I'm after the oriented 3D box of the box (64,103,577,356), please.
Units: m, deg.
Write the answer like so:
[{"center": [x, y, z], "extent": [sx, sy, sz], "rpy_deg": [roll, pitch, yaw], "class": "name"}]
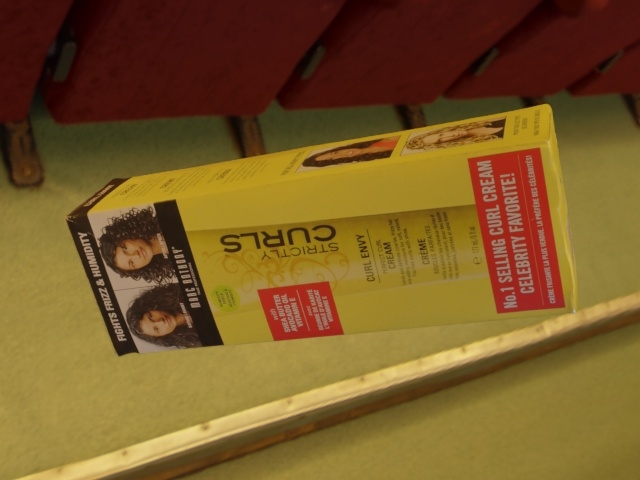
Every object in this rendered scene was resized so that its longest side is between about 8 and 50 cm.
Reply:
[{"center": [0.000, 0.000, 0.423], "extent": [0.058, 0.232, 0.087], "rpy_deg": [-61, 140, -62], "class": "box"}]
